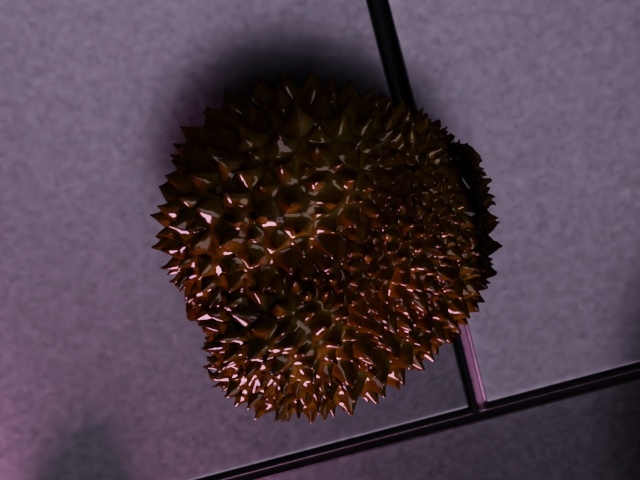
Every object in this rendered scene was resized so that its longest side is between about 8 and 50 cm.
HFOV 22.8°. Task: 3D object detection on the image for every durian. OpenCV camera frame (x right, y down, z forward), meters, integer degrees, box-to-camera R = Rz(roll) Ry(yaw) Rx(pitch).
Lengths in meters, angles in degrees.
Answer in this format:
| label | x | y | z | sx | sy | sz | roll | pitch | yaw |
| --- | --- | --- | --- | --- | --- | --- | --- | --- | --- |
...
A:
| label | x | y | z | sx | sy | sz | roll | pitch | yaw |
| --- | --- | --- | --- | --- | --- | --- | --- | --- | --- |
| durian | 0.000 | 0.000 | 0.723 | 0.168 | 0.137 | 0.158 | -29 | 130 | 15 |
